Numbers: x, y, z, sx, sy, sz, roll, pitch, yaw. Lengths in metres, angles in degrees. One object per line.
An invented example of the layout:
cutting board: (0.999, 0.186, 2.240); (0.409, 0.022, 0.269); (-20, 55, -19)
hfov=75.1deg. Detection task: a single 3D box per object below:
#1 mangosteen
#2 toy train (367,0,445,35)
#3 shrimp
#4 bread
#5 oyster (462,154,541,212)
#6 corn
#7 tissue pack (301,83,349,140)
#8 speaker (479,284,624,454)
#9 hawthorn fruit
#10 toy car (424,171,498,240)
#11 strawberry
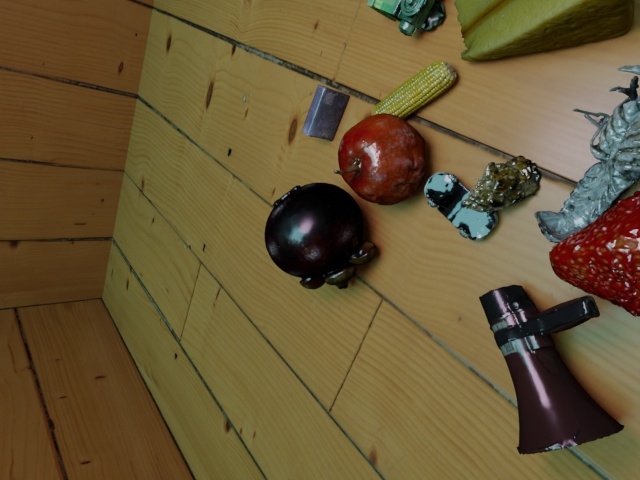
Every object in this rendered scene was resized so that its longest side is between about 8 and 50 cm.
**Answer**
mangosteen: (0.000, 0.000, 1.240); (0.307, 0.307, 0.347); (-29, 100, 42)
toy train: (0.260, -0.687, 1.053); (0.202, 0.120, 0.301); (48, 123, 35)
shrimp: (0.554, -0.171, 0.760); (0.221, 0.166, 0.411); (-115, 32, -48)
bread: (0.405, -0.510, 0.835); (0.361, 0.244, 0.233); (1, 93, 41)
oyster: (0.403, -0.125, 0.939); (0.177, 0.056, 0.105); (-23, 73, 12)
corn: (0.241, -0.385, 1.109); (0.248, 0.081, 0.081); (-26, 73, 43)
tissue pack: (0.015, -0.398, 1.312); (0.051, 0.112, 0.156); (41, 119, 37)
speaker: (0.438, 0.241, 0.831); (0.198, 0.259, 0.330); (-18, 70, 6)
hawthorn fruit: (0.138, -0.203, 1.081); (0.241, 0.271, 0.242); (17, 113, 45)
toy car: (0.344, -0.089, 1.030); (0.205, 0.056, 0.095); (51, 123, 29)
strawberry: (0.556, 0.041, 0.678); (0.257, 0.261, 0.261); (-44, 61, 21)
